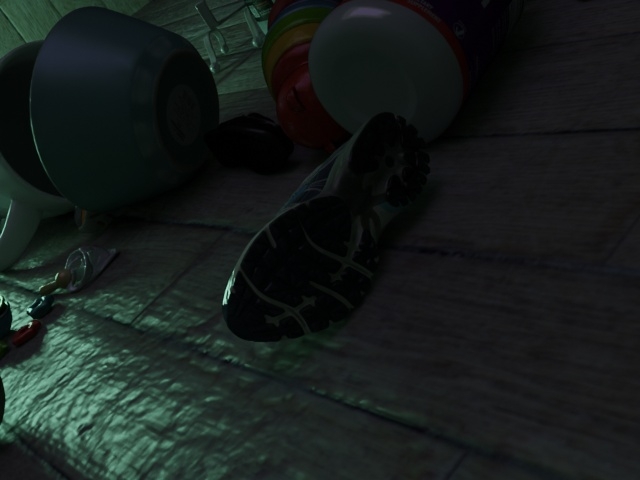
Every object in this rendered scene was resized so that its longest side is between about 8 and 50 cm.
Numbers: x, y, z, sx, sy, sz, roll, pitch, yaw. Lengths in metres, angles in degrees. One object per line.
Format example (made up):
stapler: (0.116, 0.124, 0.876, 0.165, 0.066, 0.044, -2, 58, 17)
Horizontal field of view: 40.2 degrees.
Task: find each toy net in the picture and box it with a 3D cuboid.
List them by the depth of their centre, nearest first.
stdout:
toy net: (-0.385, 0.074, 1.214, 0.232, 0.045, 0.122, -37, 25, -7)

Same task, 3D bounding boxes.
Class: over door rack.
over door rack: (-0.251, -0.387, 1.774, 0.239, 0.108, 0.324, -26, 6, 20)

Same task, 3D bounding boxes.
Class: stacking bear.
stacking bear: (0.000, -0.228, 1.173, 0.164, 0.175, 0.289, -23, 34, 17)

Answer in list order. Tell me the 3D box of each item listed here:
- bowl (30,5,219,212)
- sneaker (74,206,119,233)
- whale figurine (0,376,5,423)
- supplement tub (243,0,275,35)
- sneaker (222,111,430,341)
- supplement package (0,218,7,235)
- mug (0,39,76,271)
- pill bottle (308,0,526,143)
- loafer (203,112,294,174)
bowl: (-0.264, -0.195, 1.305, 0.163, 0.311, 0.311, 2, 40, 24)
sneaker: (-0.362, -0.115, 1.396, 0.083, 0.084, 0.215, 3, 75, 19)
whale figurine: (-0.457, 0.205, 0.917, 0.216, 0.141, 0.272, 13, 50, 15)
supplement tub: (-0.105, -0.578, 1.724, 0.193, 0.316, 0.193, -27, 26, 15)
sneaker: (0.000, 0.000, 0.847, 0.283, 0.110, 0.122, -48, 10, -33)
supplement package: (-0.696, -0.025, 1.699, 0.105, 0.105, 0.179, -1, 41, 50)
mug: (-0.524, -0.126, 1.530, 0.328, 0.276, 0.374, -13, 62, 48)
pill bottle: (0.131, -0.265, 1.035, 0.181, 0.181, 0.323, -9, 35, 42)
loafer: (-0.094, -0.148, 1.217, 0.078, 0.080, 0.220, -43, 26, -17)
